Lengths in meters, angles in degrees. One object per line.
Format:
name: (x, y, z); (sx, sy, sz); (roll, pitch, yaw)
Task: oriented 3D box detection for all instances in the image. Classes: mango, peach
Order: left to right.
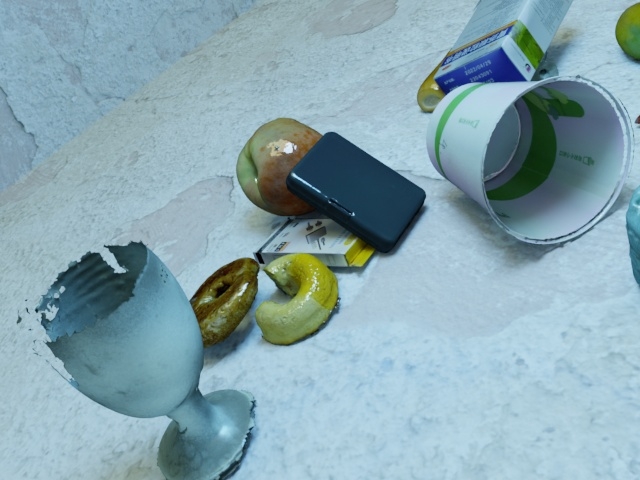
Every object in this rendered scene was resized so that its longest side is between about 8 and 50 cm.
peach: (-0.051, -0.152, 1.355); (0.232, 0.232, 0.232); (-19, 33, 13)
mango: (0.671, -0.416, 1.313); (0.130, 0.092, 0.195); (-25, 41, 0)

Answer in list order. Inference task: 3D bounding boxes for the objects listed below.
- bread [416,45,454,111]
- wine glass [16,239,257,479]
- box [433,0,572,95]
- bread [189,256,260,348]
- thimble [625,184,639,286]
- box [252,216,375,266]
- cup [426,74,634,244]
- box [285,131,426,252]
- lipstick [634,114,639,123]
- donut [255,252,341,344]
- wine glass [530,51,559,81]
bread: (0.310, -0.397, 1.564); (0.092, 0.074, 0.239); (-2, 39, 43)
wine glass: (-0.228, 0.168, 0.886); (0.190, 0.357, 0.190); (-20, 35, 14)
box: (0.405, -0.448, 1.447); (0.200, 0.106, 0.299); (-13, 40, 55)
bread: (-0.174, 0.112, 1.167); (0.193, 0.064, 0.193); (-37, 24, 20)
thimble: (0.505, -0.016, 0.804); (0.235, 0.143, 0.198); (-15, 34, 15)
box: (0.000, 0.000, 1.249); (0.247, 0.033, 0.129); (0, 33, 36)
cup: (0.313, -0.148, 1.070); (0.253, 0.253, 0.274); (-31, 23, -5)
box: (0.067, -0.093, 1.203); (0.230, 0.050, 0.160); (34, 57, 7)
lipstick: (0.610, -0.225, 1.131); (0.129, 0.030, 0.030); (-16, 34, 18)
donut: (-0.040, 0.089, 1.126); (0.146, 0.078, 0.181); (-16, 35, 23)
wine glass: (0.480, -0.407, 1.462); (0.066, 0.066, 0.198); (-16, 33, 17)
